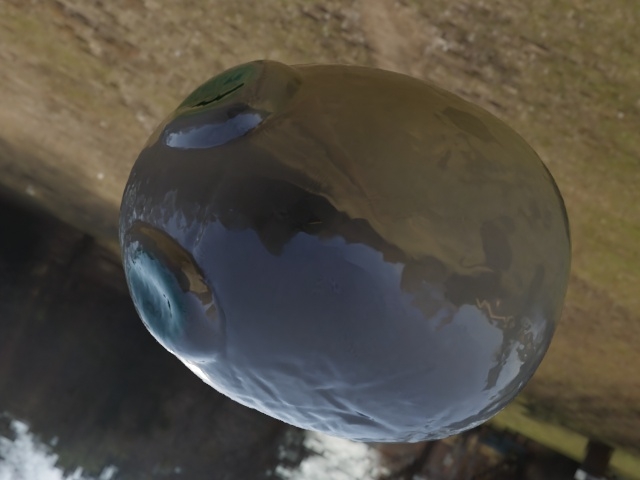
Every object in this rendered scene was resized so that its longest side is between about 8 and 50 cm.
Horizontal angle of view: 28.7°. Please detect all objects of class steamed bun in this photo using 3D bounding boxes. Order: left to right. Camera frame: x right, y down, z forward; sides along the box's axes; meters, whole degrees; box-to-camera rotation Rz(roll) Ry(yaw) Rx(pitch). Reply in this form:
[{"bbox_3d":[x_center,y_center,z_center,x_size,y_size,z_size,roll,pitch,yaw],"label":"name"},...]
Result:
[{"bbox_3d":[0.000,0.000,0.593,0.228,0.177,0.131,20,180,25],"label":"steamed bun"}]
